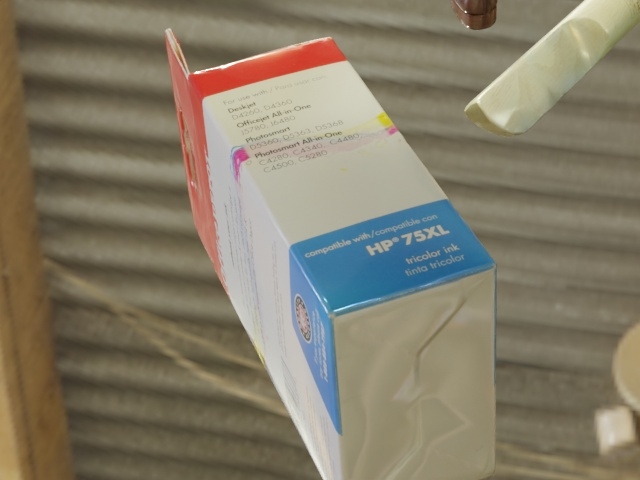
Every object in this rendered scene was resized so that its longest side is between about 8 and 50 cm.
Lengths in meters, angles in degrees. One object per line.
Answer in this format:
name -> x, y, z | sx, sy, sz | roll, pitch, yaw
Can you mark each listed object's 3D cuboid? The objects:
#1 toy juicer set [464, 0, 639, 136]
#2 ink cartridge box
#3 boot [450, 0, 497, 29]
toy juicer set -> 0.250, -0.083, 0.874 | 0.329, 0.209, 0.089 | 21, -50, -4
ink cartridge box -> 0.000, 0.000, 0.792 | 0.078, 0.231, 0.134 | -17, -47, -13
boot -> 0.074, -0.194, 0.979 | 0.037, 0.106, 0.114 | -28, -34, -16
